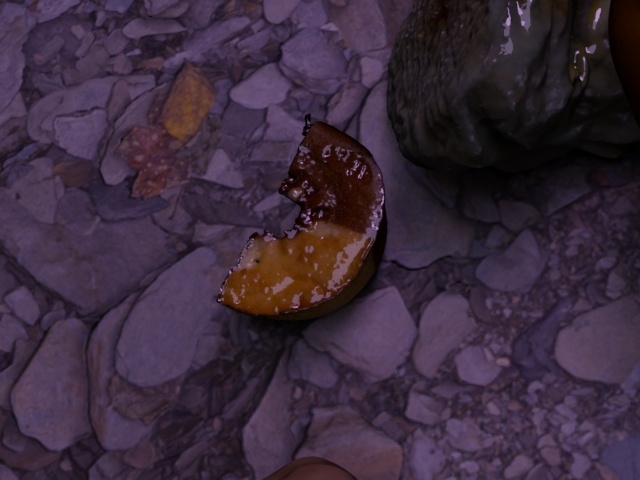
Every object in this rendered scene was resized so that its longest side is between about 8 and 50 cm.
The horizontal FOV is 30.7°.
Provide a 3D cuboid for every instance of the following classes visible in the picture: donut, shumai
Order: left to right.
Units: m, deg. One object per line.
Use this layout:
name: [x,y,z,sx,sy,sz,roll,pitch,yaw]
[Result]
donut: [-0.001,0.001,1.180,0.141,0.085,0.217,26,76,26]
shumai: [0.231,-0.178,1.163,0.263,0.304,0.309,17,68,-12]

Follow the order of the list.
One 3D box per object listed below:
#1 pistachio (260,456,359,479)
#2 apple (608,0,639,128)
pistachio: [-0.025,0.332,0.966,0.230,0.230,0.309,-7,67,15]
apple: [0.403,-0.195,0.948,0.365,0.295,0.329,-20,60,-32]
